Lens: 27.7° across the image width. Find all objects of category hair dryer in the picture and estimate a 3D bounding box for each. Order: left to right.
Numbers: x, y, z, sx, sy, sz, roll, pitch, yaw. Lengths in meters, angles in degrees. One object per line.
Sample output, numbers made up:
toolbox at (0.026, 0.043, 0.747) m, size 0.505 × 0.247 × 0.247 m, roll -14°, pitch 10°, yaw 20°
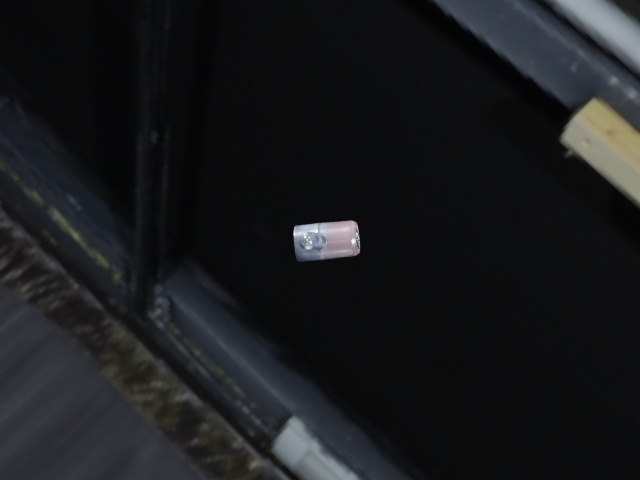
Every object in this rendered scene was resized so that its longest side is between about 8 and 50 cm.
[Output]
hair dryer at (0.000, 0.000, 1.270) m, size 0.114 × 0.063 × 0.037 m, roll 3°, pitch 81°, yaw -80°
